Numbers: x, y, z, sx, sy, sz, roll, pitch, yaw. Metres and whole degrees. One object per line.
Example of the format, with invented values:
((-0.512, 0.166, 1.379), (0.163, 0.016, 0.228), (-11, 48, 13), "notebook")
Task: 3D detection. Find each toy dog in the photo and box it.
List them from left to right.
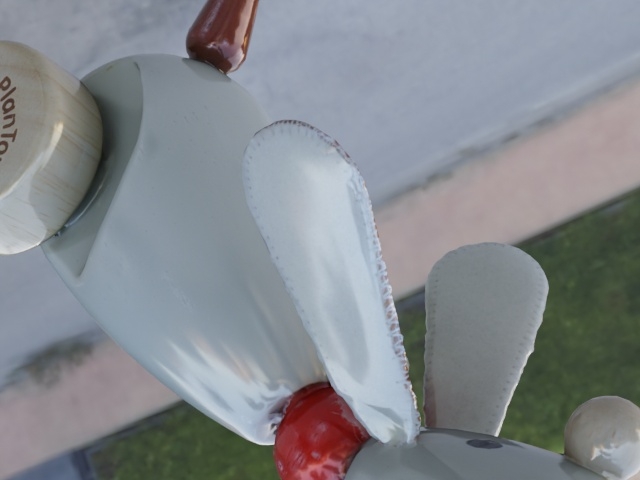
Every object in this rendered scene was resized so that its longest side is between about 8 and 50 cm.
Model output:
((0.000, 0.000, 0.467), (0.161, 0.333, 0.220), (-57, 164, 4), "toy dog")
